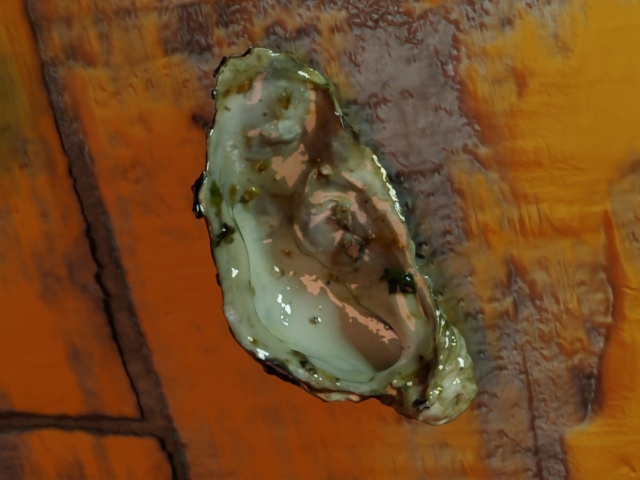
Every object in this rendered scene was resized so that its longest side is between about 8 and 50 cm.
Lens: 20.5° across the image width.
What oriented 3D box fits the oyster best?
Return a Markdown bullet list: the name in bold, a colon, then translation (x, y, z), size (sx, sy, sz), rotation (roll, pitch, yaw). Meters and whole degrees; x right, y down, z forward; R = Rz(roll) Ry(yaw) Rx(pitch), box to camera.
- **oyster**: translation (0.006, -0.002, 1.272), size (0.166, 0.094, 0.294), rotation (-12, 100, 10)
